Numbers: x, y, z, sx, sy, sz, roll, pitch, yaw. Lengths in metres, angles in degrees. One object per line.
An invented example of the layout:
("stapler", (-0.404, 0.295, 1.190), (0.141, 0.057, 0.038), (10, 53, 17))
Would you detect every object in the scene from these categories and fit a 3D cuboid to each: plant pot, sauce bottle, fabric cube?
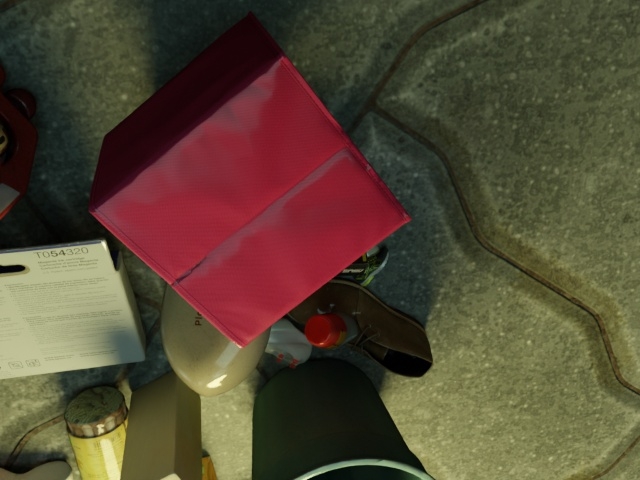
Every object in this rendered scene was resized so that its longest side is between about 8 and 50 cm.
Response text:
("plant pot", (0.019, 0.402, 1.181), (0.341, 0.334, 0.341), (-4, 115, -8))
("sauce bottle", (-0.385, 0.438, 1.245), (0.111, 0.111, 0.344), (-7, 114, -7))
("fabric cube", (-0.090, -0.081, 0.829), (0.258, 0.254, 0.259), (-38, 119, 6))

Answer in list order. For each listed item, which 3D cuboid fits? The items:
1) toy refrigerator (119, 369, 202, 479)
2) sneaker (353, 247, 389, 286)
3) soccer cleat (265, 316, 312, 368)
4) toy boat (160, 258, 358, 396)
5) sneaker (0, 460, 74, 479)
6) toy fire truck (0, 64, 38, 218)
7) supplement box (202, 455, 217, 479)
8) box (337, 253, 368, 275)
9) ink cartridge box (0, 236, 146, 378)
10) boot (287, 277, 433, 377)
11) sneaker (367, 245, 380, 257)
("toy refrigerator", (-0.263, 0.348, 1.138), (0.102, 0.269, 0.094), (-29, 116, 2))
("sneaker", (0.089, 0.044, 1.198), (0.035, 0.031, 0.083), (34, 100, -15))
("soccer cleat", (-0.105, 0.159, 1.203), (0.196, 0.076, 0.068), (26, 149, -6))
("toy boat", (-0.103, 0.129, 1.088), (0.318, 0.148, 0.268), (8, 85, 17))
("sneaker", (-0.570, 0.476, 1.253), (0.212, 0.080, 0.094), (-2, 126, -11))
("toy fire truck", (-0.501, -0.172, 0.879), (0.169, 0.254, 0.302), (-22, 121, 38))
("supplement box", (-0.233, 0.549, 1.344), (0.080, 0.078, 0.233), (-8, 115, -3))
("box", (-0.027, -0.035, 1.060), (0.184, 0.191, 0.045), (0, 149, -13))
("ink cartridge box", (-0.458, 0.099, 1.036), (0.324, 0.071, 0.330), (-5, 139, -8))
("boot", (0.075, 0.157, 1.202), (0.305, 0.115, 0.112), (23, 110, -18))
("sneaker", (0.000, 0.000, 1.150), (0.192, 0.064, 0.086), (-13, 103, -1))
